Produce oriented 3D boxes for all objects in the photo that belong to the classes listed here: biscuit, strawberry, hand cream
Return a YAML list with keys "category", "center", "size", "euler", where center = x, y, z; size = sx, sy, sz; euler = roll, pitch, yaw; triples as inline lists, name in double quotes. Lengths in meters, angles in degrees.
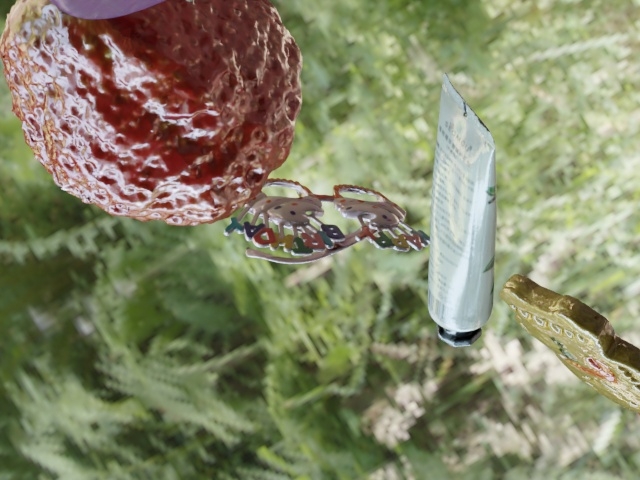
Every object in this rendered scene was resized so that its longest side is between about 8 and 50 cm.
- category: "biscuit"
  center: [0.256, 0.110, 1.343]
  size: [0.166, 0.036, 0.225]
  euler: [24, 165, 47]
- category: "strawberry"
  center: [-0.150, -0.142, 1.217]
  size: [0.257, 0.257, 0.277]
  euler: [59, -173, 18]
- category: "hand cream"
  center: [0.106, -0.012, 1.067]
  size: [0.234, 0.050, 0.080]
  euler: [87, 159, -44]

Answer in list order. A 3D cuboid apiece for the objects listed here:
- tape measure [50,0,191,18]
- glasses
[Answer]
- category: "tape measure"
  center: [-0.110, -0.252, 0.923]
  size: [0.149, 0.231, 0.245]
  euler: [54, -171, 11]
- category: "glasses"
  center: [0.003, -0.003, 1.693]
  size: [0.162, 0.255, 0.095]
  euler: [-130, 43, -61]
